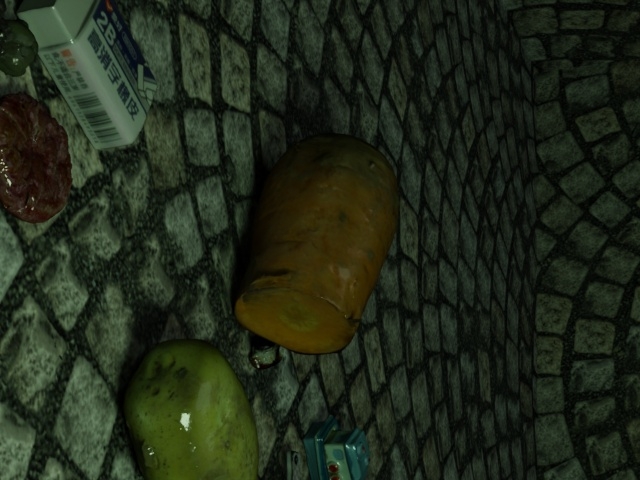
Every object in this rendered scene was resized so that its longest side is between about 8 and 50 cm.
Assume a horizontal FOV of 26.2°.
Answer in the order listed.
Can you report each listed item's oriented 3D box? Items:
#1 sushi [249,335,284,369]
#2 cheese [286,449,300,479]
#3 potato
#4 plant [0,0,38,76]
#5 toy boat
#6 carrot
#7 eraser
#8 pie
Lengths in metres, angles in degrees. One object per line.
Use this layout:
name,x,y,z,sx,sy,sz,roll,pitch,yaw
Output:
sushi,-0.086,0.172,2.099,0.083,0.044,0.046,-14,119,-67
cheese,-0.043,0.412,2.113,0.092,0.047,0.171,-18,102,-71
potato,-0.160,0.240,1.722,0.228,0.148,0.197,61,17,-48
plant,-0.351,-0.219,1.464,0.085,0.087,0.174,-58,158,0
toy boat,0.047,0.408,2.279,0.109,0.098,0.238,-48,129,-59
carrot,0.000,0.000,2.104,0.224,0.224,0.341,62,34,-44
eraser,-0.279,-0.227,1.663,0.124,0.068,0.210,-74,149,-43
pie,-0.327,-0.092,1.544,0.154,0.036,0.154,-7,90,-68
